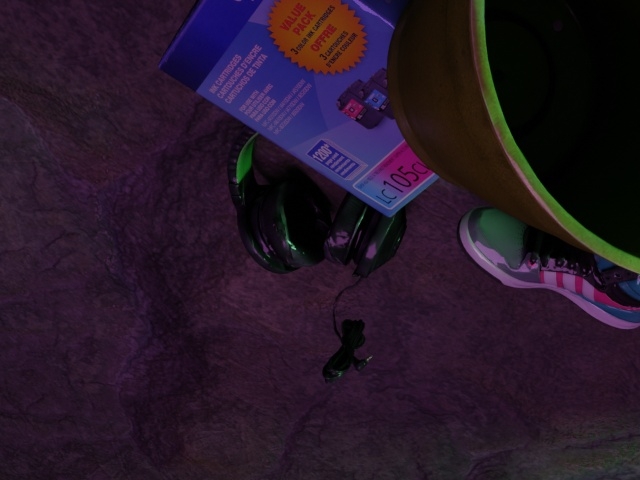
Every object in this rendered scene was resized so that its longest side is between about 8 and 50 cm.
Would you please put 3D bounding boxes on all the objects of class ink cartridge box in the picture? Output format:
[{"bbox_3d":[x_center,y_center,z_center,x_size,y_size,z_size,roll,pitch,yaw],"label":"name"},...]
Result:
[{"bbox_3d":[0.005,-0.231,1.175,0.395,0.151,0.270,33,143,-12],"label":"ink cartridge box"}]

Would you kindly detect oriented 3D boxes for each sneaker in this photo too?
[{"bbox_3d":[0.334,0.011,1.324,0.295,0.124,0.178,22,150,-13],"label":"sneaker"}]

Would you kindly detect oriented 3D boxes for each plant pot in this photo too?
[{"bbox_3d":[0.225,-0.157,0.901,0.366,0.366,0.353,33,173,-14],"label":"plant pot"}]

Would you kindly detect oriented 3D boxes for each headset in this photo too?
[{"bbox_3d":[0.000,0.000,1.438,0.243,0.185,0.394,3,128,26],"label":"headset"}]
